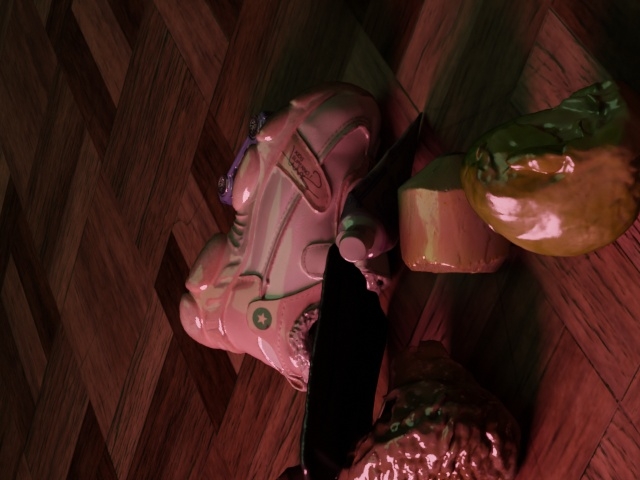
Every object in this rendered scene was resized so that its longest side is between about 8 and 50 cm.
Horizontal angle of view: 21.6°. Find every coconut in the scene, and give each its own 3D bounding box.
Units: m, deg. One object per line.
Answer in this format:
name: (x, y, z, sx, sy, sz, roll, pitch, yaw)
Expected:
coconut: (0.134, -0.029, 1.688, 0.116, 0.116, 0.122, 5, 94, 64)

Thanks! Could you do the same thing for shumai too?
shumai: (0.102, 0.193, 1.705, 0.206, 0.166, 0.175, -46, 38, 28)

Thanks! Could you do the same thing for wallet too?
wallet: (0.025, 0.161, 1.749, 0.323, 0.041, 0.247, 54, -136, -68)

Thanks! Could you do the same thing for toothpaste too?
toothpaste: (0.068, -0.049, 1.748, 0.301, 0.048, 0.075, -57, -42, -63)

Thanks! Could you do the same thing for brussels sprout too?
brussels sprout: (0.220, -0.060, 1.501, 0.183, 0.145, 0.131, -18, 35, 20)

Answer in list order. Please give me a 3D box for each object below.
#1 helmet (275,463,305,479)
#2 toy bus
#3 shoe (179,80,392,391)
helmet: (-0.027, 0.324, 2.040, 0.123, 0.070, 0.098, -64, 36, 38)
toy bus: (-0.071, -0.091, 2.156, 0.167, 0.073, 0.076, -60, 40, 42)
shoe: (0.002, 0.000, 1.924, 0.198, 0.172, 0.351, 31, 100, 25)
